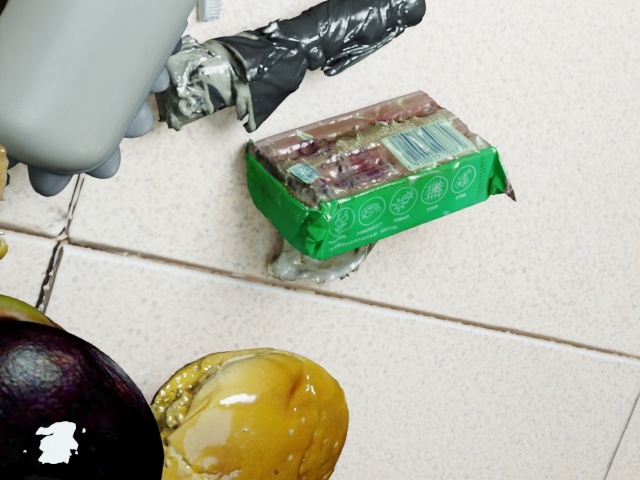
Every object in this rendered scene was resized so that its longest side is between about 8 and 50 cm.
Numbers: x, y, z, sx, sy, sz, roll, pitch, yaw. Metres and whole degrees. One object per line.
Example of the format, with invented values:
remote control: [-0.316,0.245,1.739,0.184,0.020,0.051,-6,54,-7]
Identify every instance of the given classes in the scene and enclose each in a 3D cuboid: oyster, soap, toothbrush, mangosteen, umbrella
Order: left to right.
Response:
mangosteen: [-0.368,0.222,1.091,0.382,0.435,0.382,-38,165,-12]
toothbrush: [-0.124,-0.387,1.207,0.025,0.020,0.286,-12,114,-33]
umbrella: [-0.025,-0.218,1.263,0.357,0.106,0.113,-23,160,-21]
oyster: [0.007,0.003,1.396,0.148,0.051,0.103,2,110,-12]
soap: [0.068,-0.083,1.314,0.273,0.218,0.098,-20,132,-24]

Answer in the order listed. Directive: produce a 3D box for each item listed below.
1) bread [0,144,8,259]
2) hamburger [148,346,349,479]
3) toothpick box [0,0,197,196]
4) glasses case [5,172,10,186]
bread: [-0.420,-0.052,1.024,0.149,0.274,0.274,-56,129,-37]
hamburger: [-0.105,0.261,1.320,0.314,0.170,0.290,7,108,-50]
toothpick box: [-0.251,-0.202,1.094,0.229,0.229,0.316,25,97,-32]
glasses case: [-0.413,-0.111,1.142,0.072,0.042,0.191,-38,121,-2]
